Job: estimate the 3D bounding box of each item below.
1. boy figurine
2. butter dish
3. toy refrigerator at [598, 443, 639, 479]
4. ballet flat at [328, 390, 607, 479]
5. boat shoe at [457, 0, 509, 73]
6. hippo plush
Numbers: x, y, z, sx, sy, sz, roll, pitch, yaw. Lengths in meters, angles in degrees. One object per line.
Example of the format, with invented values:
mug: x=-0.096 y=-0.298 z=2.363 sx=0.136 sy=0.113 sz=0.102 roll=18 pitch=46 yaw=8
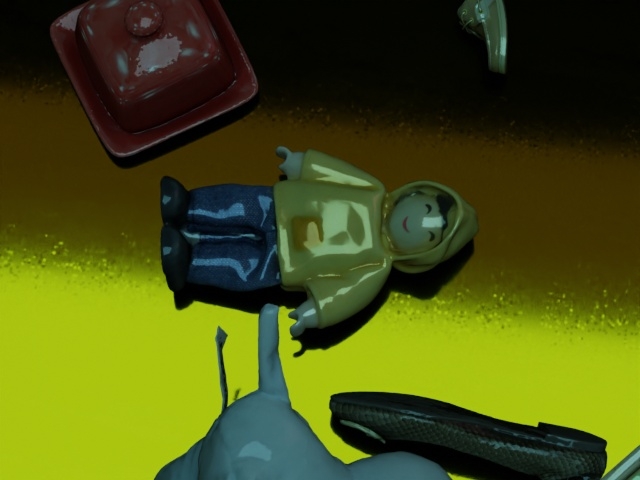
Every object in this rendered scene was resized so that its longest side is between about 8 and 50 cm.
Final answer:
boy figurine: x=0.000 y=0.000 z=1.753 sx=0.285 sy=0.092 sz=0.177 roll=0 pitch=71 yaw=4
butter dish: x=-0.157 y=-0.184 z=1.794 sx=0.160 sy=0.118 sz=0.160 roll=-25 pitch=74 yaw=-7
toy refrigerator: x=0.323 y=0.205 z=1.685 sx=0.269 sy=0.094 sz=0.102 roll=-39 pitch=76 yaw=-10
ballet flat: x=0.128 y=0.178 z=1.711 sx=0.249 sy=0.084 sz=0.058 roll=11 pitch=98 yaw=0
boat shoe: x=0.151 y=-0.216 z=1.838 sx=0.045 sy=0.050 sz=0.135 roll=-7 pitch=64 yaw=2
hippo plush: x=-0.007 y=0.241 z=1.650 sx=0.236 sy=0.234 sz=0.294 roll=16 pitch=71 yaw=-20
